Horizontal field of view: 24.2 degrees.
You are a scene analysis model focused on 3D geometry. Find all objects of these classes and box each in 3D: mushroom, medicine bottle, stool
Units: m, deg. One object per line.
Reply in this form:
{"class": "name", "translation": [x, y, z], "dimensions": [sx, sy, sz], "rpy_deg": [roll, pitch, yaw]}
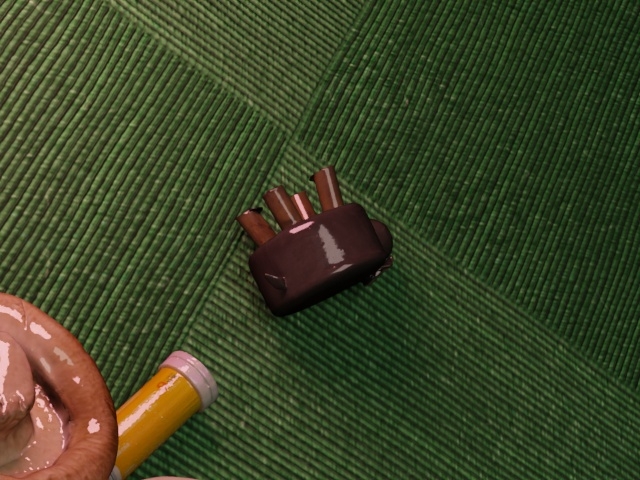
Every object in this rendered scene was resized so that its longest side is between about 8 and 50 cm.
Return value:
{"class": "mushroom", "translation": [-0.282, 0.177, 1.526], "dimensions": [0.151, 0.156, 0.286], "rpy_deg": [4, 49, -23]}
{"class": "medicine bottle", "translation": [-0.208, 0.213, 1.625], "dimensions": [0.074, 0.074, 0.218], "rpy_deg": [51, 56, -5]}
{"class": "stool", "translation": [-0.007, 0.004, 1.792], "dimensions": [0.139, 0.153, 0.228], "rpy_deg": [63, 12, 8]}

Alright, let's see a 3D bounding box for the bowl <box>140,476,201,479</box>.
{"class": "bowl", "translation": [-0.154, 0.359, 1.528], "dimensions": [0.277, 0.145, 0.277], "rpy_deg": [0, 102, -2]}
